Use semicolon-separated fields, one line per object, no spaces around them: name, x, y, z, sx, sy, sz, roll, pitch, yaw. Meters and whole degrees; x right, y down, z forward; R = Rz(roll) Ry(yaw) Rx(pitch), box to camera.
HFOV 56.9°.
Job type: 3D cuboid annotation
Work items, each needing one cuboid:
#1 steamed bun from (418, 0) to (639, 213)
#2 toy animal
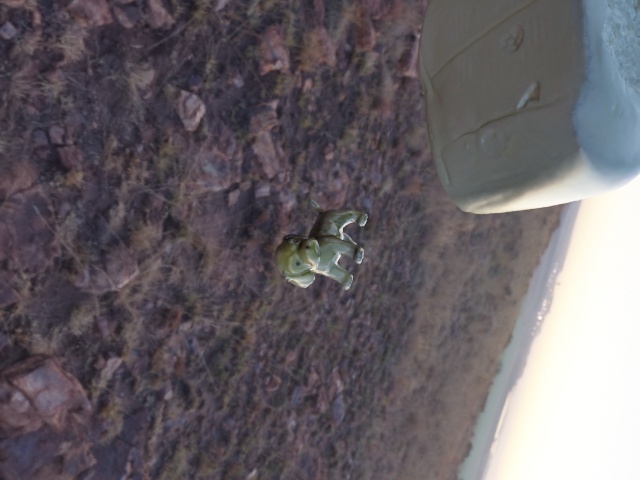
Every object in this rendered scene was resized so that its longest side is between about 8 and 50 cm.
steamed bun;0.366;-0.276;0.991;0.289;0.371;0.456;7;81;-33
toy animal;0.010;0.011;1.251;0.233;0.168;0.121;-60;173;-49
